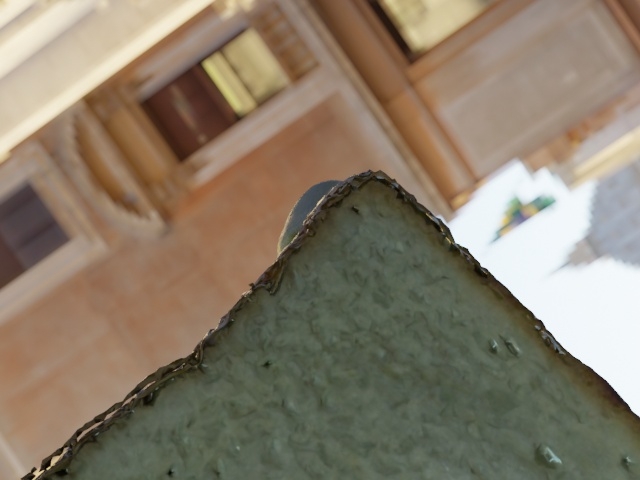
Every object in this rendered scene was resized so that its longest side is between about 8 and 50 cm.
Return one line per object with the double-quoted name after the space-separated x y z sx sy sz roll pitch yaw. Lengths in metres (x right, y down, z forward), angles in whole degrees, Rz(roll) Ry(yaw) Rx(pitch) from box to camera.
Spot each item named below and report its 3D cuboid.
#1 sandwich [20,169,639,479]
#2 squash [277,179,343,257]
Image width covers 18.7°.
0.010 0.150 0.847 0.271 0.301 0.099 47 153 1 "sandwich"
0.000 0.000 1.595 0.069 0.069 0.258 54 -168 -7 "squash"
